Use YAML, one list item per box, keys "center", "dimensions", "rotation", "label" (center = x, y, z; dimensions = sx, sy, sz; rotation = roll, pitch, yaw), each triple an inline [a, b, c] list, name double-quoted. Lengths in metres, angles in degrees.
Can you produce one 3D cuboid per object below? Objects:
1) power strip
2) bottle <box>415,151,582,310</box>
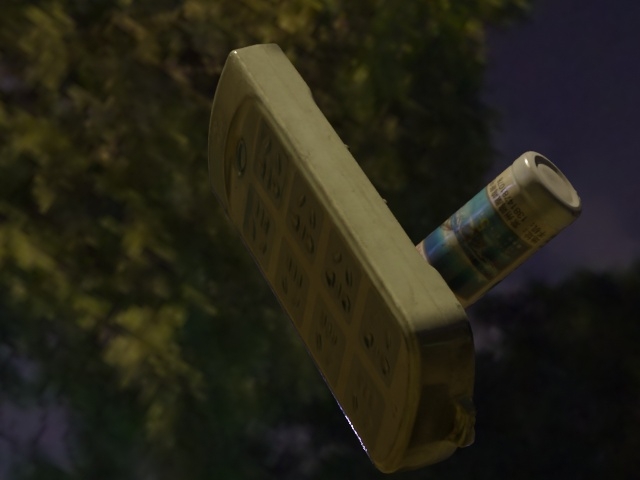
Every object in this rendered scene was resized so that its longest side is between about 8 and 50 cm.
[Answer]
- center: [0.000, 0.000, 0.739]
  dimensions: [0.227, 0.029, 0.080]
  rotation: [-123, -150, -41]
  label: "power strip"
- center: [0.084, 0.027, 1.254]
  dimensions: [0.060, 0.060, 0.217]
  rotation: [39, -65, -19]
  label: "bottle"
